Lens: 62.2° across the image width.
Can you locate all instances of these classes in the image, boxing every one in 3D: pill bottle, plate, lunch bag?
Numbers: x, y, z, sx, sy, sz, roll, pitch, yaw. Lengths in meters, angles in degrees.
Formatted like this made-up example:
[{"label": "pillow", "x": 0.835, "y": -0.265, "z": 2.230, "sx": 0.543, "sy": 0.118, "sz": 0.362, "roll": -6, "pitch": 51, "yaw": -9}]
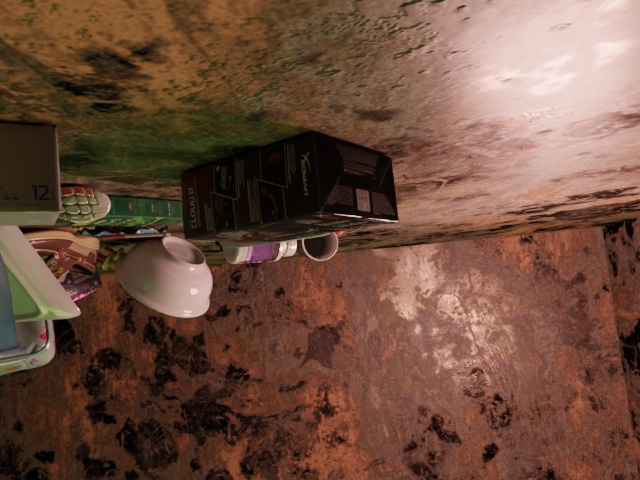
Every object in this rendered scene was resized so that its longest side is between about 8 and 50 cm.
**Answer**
[{"label": "pill bottle", "x": -0.170, "y": 0.009, "z": 1.511, "sx": 0.194, "sy": 0.108, "sz": 0.108, "roll": -2, "pitch": 174, "yaw": -34}, {"label": "plate", "x": -0.654, "y": 0.071, "z": 1.028, "sx": 0.277, "sy": 0.278, "sz": 0.045, "roll": -7, "pitch": -144, "yaw": 17}, {"label": "lunch bag", "x": -0.765, "y": 0.196, "z": 1.204, "sx": 0.279, "sy": 0.224, "sz": 0.108, "roll": -8, "pitch": 155, "yaw": -25}]

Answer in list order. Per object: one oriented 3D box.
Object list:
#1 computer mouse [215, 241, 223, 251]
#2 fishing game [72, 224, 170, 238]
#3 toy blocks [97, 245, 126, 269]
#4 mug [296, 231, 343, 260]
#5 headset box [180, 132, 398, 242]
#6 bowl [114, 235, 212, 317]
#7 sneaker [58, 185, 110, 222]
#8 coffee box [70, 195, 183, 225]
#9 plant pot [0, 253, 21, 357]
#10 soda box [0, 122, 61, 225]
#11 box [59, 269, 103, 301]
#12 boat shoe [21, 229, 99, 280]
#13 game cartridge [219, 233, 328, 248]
[{"label": "computer mouse", "x": -0.248, "y": 0.012, "z": 1.664, "sx": 0.189, "sy": 0.072, "sz": 0.272, "roll": -4, "pitch": 175, "yaw": -4}, {"label": "fishing game", "x": -0.434, "y": -0.030, "z": 1.170, "sx": 0.189, "sy": 0.041, "sz": 0.264, "roll": -3, "pitch": -174, "yaw": -33}, {"label": "toy blocks", "x": -0.645, "y": 0.046, "z": 1.607, "sx": 0.148, "sy": 0.054, "sz": 0.123, "roll": 25, "pitch": -164, "yaw": 0}, {"label": "mug", "x": -0.002, "y": 0.010, "z": 1.705, "sx": 0.150, "sy": 0.113, "sz": 0.169, "roll": -2, "pitch": 177, "yaw": -13}, {"label": "headset box", "x": -0.060, "y": -0.064, "z": 0.836, "sx": 0.293, "sy": 0.110, "sz": 0.218, "roll": -10, "pitch": 173, "yaw": 36}, {"label": "bowl", "x": -0.431, "y": 0.080, "z": 1.555, "sx": 0.298, "sy": 0.134, "sz": 0.298, "roll": 31, "pitch": -164, "yaw": -10}, {"label": "sneaker", "x": -0.423, "y": -0.065, "z": 0.856, "sx": 0.158, "sy": 0.061, "sz": 0.065, "roll": -2, "pitch": -159, "yaw": -24}, {"label": "coffee box", "x": -0.367, "y": -0.052, "z": 1.017, "sx": 0.113, "sy": 0.040, "sz": 0.184, "roll": -10, "pitch": 173, "yaw": 40}, {"label": "plant pot", "x": -0.585, "y": 0.051, "z": 0.756, "sx": 0.272, "sy": 0.255, "sz": 0.271, "roll": -5, "pitch": 175, "yaw": 0}, {"label": "soda box", "x": -0.419, "y": -0.066, "z": 0.526, "sx": 0.286, "sy": 0.098, "sz": 0.091, "roll": -3, "pitch": 173, "yaw": -31}, {"label": "box", "x": -0.834, "y": 0.132, "z": 1.625, "sx": 0.163, "sy": 0.142, "sz": 0.247, "roll": -9, "pitch": -167, "yaw": 33}, {"label": "boat shoe", "x": -0.660, "y": 0.045, "z": 1.308, "sx": 0.123, "sy": 0.123, "sz": 0.342, "roll": -6, "pitch": 175, "yaw": 6}, {"label": "game cartridge", "x": -0.090, "y": -0.030, "z": 1.301, "sx": 0.294, "sy": 0.060, "sz": 0.196, "roll": -8, "pitch": -178, "yaw": 20}]
